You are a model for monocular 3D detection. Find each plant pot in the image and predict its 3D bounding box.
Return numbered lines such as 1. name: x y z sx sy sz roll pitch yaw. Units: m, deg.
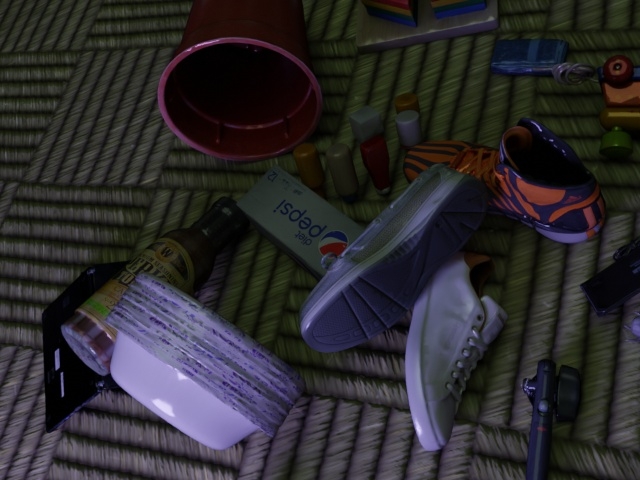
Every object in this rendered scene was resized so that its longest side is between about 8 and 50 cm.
1. plant pot: -0.131 -0.327 1.409 0.272 0.272 0.265 -13 50 16

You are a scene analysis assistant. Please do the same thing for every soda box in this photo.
1. soda box: 0.000 0.000 1.258 0.098 0.091 0.286 -47 56 -9

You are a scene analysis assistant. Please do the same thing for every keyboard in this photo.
1. keyboard: 0.432 0.028 1.071 0.180 0.023 0.108 -36 23 16

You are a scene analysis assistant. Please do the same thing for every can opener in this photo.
1. can opener: 0.283 0.241 1.024 0.073 0.059 0.186 6 65 25

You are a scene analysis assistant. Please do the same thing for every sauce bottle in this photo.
1. sauce bottle: -0.252 0.059 1.286 0.111 0.111 0.344 24 57 32

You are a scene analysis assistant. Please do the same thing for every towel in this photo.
1. towel: 0.341 -0.302 1.317 0.119 0.029 0.067 7 65 26

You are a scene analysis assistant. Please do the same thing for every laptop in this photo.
1. laptop: -0.343 0.170 1.358 0.264 0.136 0.234 -38 50 31

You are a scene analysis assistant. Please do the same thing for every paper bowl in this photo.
1. paper bowl: -0.173 0.179 1.115 0.284 0.284 0.148 27 76 32

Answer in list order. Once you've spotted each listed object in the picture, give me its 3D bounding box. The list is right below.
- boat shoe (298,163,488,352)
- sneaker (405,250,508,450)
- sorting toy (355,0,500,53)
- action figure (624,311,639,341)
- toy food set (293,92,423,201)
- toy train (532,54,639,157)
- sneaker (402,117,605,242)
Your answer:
1. boat shoe: 0.089 0.021 1.104 0.320 0.118 0.103 -46 40 -6
2. sneaker: 0.187 0.138 1.092 0.123 0.106 0.290 -4 60 24
3. sorting toy: 0.183 -0.483 1.448 0.255 0.089 0.257 -6 61 20
4. action figure: 0.509 0.122 0.974 0.285 0.099 0.185 3 70 39
5. toy food set: 0.082 -0.140 1.319 0.232 0.105 0.111 -30 40 -17
6. toy train: 0.430 -0.186 1.182 0.248 0.105 0.143 4 78 25
7. sneaker: 0.251 -0.114 1.159 0.321 0.180 0.125 17 71 30
